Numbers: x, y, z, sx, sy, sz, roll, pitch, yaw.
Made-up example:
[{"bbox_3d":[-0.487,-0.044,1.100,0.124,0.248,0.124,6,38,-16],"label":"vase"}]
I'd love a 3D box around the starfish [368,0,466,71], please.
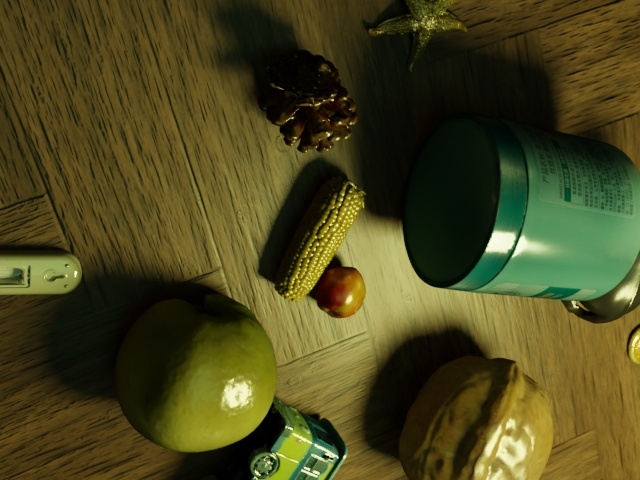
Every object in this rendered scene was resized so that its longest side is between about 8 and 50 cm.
[{"bbox_3d":[0.188,-0.404,1.656,0.208,0.053,0.175,-1,118,-14],"label":"starfish"}]

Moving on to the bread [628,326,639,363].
[{"bbox_3d":[0.784,0.249,2.117,0.110,0.024,0.110,-7,110,-19],"label":"bread"}]

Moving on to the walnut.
[{"bbox_3d":[0.334,0.402,1.855,0.306,0.306,0.343,18,108,-25],"label":"walnut"}]

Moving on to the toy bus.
[{"bbox_3d":[-0.109,0.487,1.787,0.190,0.152,0.312,30,96,-26],"label":"toy bus"}]

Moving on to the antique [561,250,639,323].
[{"bbox_3d":[0.603,0.015,1.842,0.185,0.255,0.322,10,102,-21],"label":"antique"}]

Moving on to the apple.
[{"bbox_3d":[-0.219,0.247,1.615,0.295,0.233,0.257,3,111,-23],"label":"apple"}]

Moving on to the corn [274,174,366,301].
[{"bbox_3d":[-0.005,-0.002,1.692,0.091,0.091,0.260,30,98,9],"label":"corn"}]

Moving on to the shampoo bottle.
[{"bbox_3d":[0.385,-0.057,1.688,0.343,0.331,0.331,6,106,-24],"label":"shampoo bottle"}]

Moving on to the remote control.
[{"bbox_3d":[-0.528,0.057,1.537,0.222,0.042,0.078,1,107,-21],"label":"remote control"}]

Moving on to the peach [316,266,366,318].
[{"bbox_3d":[0.042,0.100,1.743,0.101,0.101,0.100,-7,110,-19],"label":"peach"}]

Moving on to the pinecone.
[{"bbox_3d":[-0.020,-0.241,1.558,0.150,0.179,0.195,-33,143,7],"label":"pinecone"}]
